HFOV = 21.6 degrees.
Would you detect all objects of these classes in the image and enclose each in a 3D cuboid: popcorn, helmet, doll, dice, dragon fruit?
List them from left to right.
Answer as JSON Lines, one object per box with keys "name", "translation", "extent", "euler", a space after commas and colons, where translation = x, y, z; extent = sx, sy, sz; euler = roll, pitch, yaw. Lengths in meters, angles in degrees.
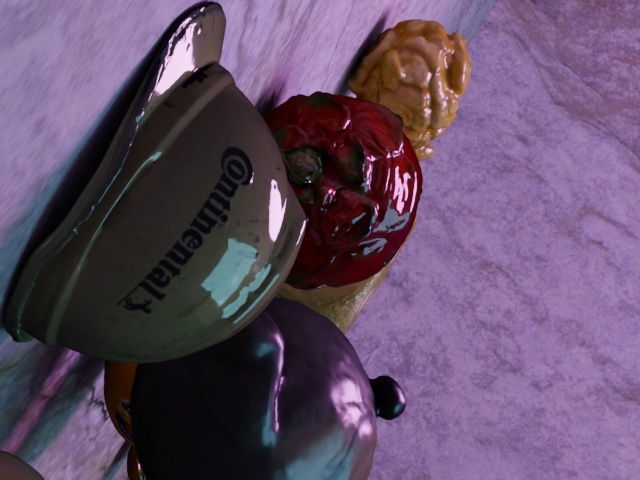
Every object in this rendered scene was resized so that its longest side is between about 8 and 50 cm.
{"name": "doll", "translation": [-0.106, 0.207, 1.318], "extent": [0.379, 0.382, 0.252], "euler": [-30, -151, -22]}
{"name": "helmet", "translation": [-0.081, -0.012, 1.101], "extent": [0.257, 0.137, 0.204], "euler": [-58, 176, 7]}
{"name": "dice", "translation": [0.000, 0.000, 1.943], "extent": [0.166, 0.169, 0.169], "euler": [-56, 175, -5]}
{"name": "dragon fruit", "translation": [0.001, -0.045, 1.615], "extent": [0.274, 0.193, 0.192], "euler": [96, 0, -83]}
{"name": "popcorn", "translation": [0.103, -0.186, 2.048], "extent": [0.163, 0.140, 0.194], "euler": [-65, -173, -3]}

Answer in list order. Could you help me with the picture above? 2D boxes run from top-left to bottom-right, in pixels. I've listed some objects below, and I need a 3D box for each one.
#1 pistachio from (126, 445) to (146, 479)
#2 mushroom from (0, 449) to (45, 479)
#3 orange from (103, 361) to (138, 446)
{"name": "pistachio", "translation": [-0.168, 0.249, 2.175], "extent": [0.210, 0.165, 0.130], "euler": [-45, 137, -1]}
{"name": "mushroom", "translation": [-0.237, 0.216, 1.156], "extent": [0.112, 0.148, 0.148], "euler": [-6, -144, 41]}
{"name": "orange", "translation": [-0.118, 0.118, 1.539], "extent": [0.177, 0.155, 0.177], "euler": [-50, 169, -14]}
